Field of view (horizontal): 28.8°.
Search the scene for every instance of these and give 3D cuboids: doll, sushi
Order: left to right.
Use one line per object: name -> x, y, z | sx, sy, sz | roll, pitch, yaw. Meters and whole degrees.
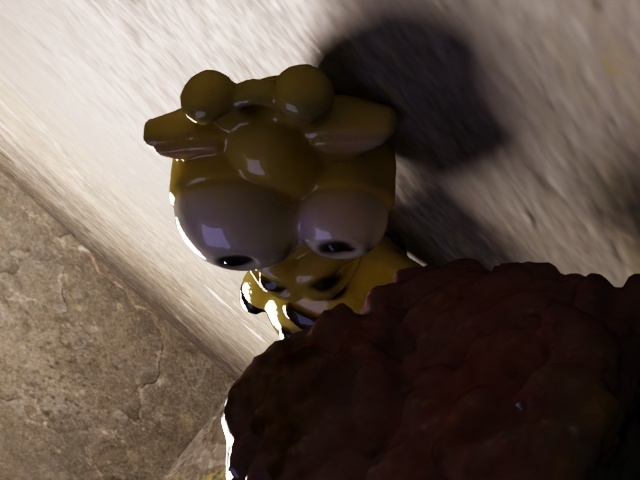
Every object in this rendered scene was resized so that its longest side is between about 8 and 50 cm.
doll -> 0.000, 0.001, 0.606 | 0.117, 0.086, 0.291 | -4, 158, 8
sushi -> 0.085, 0.135, 0.491 | 0.171, 0.236, 0.270 | -5, 140, 41
